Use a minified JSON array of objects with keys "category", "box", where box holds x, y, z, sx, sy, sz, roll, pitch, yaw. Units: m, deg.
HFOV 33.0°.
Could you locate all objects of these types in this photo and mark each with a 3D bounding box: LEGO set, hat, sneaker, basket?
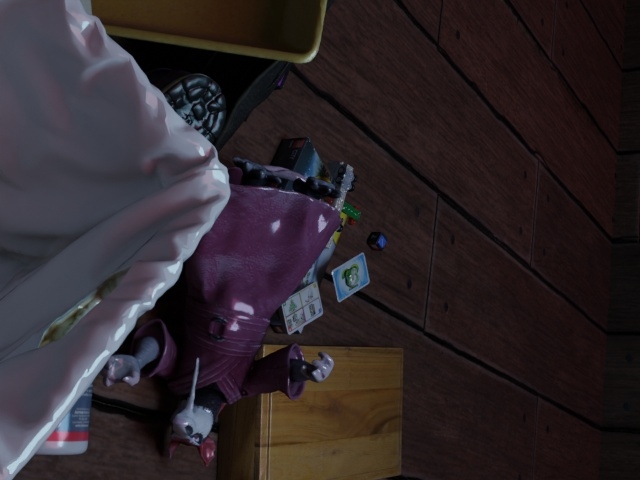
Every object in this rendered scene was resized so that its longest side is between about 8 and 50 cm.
[{"category":"LEGO set","box":[0.000,0.000,1.515,0.244,0.060,0.182,-29,114,-44]},{"category":"hat","box":[-0.101,-0.236,1.299,0.134,0.331,0.331,36,47,-5]},{"category":"sneaker","box":[-0.241,-0.089,1.137,0.283,0.124,0.107,-36,129,-26]},{"category":"basket","box":[-0.303,-0.022,0.757,0.331,0.266,0.328,49,43,-17]}]

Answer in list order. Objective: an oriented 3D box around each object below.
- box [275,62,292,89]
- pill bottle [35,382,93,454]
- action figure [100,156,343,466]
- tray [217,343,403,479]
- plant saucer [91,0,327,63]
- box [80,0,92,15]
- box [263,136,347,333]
[{"category":"box","box":[-0.080,-0.303,1.482,0.162,0.029,0.116,59,40,-43]},{"category":"pill bottle","box":[-0.274,0.114,1.048,0.108,0.108,0.180,17,73,-59]},{"category":"action figure","box":[-0.124,0.083,1.281,0.248,0.276,0.370,18,97,-17]},{"category":"tray","box":[0.001,0.252,1.553,0.411,0.076,0.202,11,79,-60]},{"category":"plant saucer","box":[-0.145,-0.343,1.148,0.081,0.333,0.332,96,3,-73]},{"category":"box","box":[-0.306,-0.285,0.977,0.121,0.148,0.311,-15,100,-59]},{"category":"box","box":[-0.040,-0.008,1.521,0.159,0.044,0.233,59,41,-40]}]
